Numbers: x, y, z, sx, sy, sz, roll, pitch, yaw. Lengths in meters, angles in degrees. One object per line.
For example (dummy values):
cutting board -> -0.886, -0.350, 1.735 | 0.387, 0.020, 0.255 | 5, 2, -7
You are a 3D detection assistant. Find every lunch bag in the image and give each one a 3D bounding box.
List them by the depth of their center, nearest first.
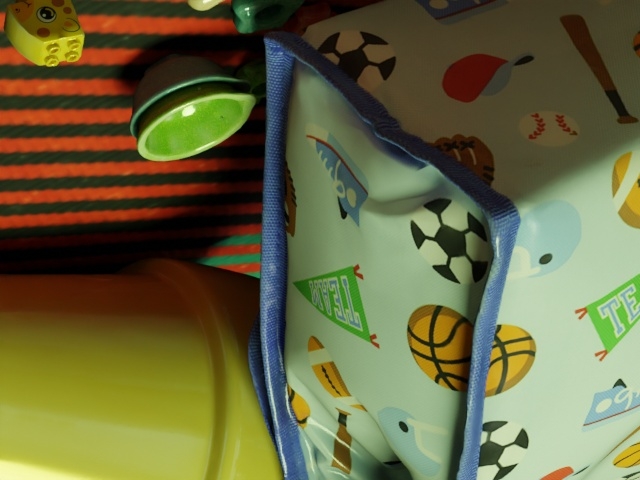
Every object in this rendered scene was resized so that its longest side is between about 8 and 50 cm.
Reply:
lunch bag -> 0.138, 0.025, 1.109 | 0.328, 0.239, 0.385 | -23, 135, -25

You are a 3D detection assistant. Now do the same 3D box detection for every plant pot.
plant pot -> -0.160, 0.124, 1.218 | 0.239, 0.254, 0.254 | 16, 139, -36

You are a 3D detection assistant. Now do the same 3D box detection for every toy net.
toy net -> -0.016, -0.124, 1.015 | 0.122, 0.045, 0.232 | -6, 153, -37

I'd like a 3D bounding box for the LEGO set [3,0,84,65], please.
LEGO set -> -0.146, -0.124, 0.813 | 0.227, 0.093, 0.087 | -16, 158, -18
